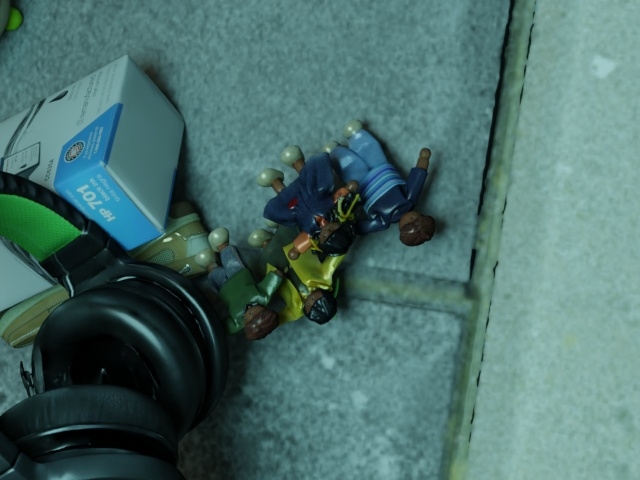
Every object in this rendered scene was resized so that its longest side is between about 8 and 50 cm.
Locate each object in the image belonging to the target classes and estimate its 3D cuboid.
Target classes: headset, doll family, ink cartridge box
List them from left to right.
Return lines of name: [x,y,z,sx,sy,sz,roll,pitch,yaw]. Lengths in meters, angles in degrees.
ink cartridge box: [-0.205,-0.036,1.187,0.190,0.082,0.139,-23,35,21]
headset: [-0.160,0.135,1.063,0.185,0.243,0.394,-32,113,26]
doll family: [0.000,0.000,1.115,0.193,0.076,0.111,-52,46,18]

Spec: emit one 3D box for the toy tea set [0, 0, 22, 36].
toy tea set: [-0.304,-0.289,1.304,0.200,0.124,0.336,18,97,57]

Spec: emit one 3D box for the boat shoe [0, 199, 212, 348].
boat shoe: [-0.163,0.044,1.203,0.190,0.068,0.072,-31,86,22]
